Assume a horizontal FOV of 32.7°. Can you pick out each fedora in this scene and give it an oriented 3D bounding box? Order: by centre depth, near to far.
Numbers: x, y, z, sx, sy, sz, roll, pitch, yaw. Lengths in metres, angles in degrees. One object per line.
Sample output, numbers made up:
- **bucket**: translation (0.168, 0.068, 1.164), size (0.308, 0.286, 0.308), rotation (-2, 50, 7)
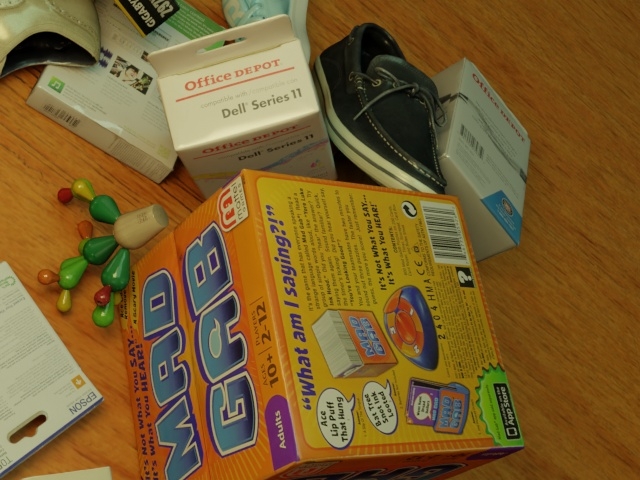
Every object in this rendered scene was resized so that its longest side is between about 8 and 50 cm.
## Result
- **fedora**: translation (0.043, -0.086, 1.823), size (0.194, 0.079, 0.194), rotation (17, 58, -30)

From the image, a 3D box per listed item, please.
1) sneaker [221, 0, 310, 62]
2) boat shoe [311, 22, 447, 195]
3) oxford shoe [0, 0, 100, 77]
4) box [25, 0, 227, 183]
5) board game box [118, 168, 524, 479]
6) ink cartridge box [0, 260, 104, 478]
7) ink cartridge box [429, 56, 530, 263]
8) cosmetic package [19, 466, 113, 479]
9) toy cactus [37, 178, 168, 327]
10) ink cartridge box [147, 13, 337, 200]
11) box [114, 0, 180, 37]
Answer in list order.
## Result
- **sneaker**: translation (-0.110, -0.351, 1.825), size (0.150, 0.135, 0.366), rotation (24, 41, -25)
- **boat shoe**: translation (0.107, -0.211, 1.753), size (0.186, 0.156, 0.500), rotation (33, 21, -29)
- **oxford shoe**: translation (-0.479, -0.293, 1.457), size (0.397, 0.140, 0.147), rotation (-9, 73, -28)
- **box**: translation (-0.288, -0.271, 1.681), size (0.232, 0.058, 0.322), rotation (32, 51, -20)
- **board game box**: translation (-0.017, 0.157, 1.442), size (0.356, 0.356, 0.357), rotation (5, 63, -37)
- **ink cartridge box**: translation (-0.413, 0.169, 1.334), size (0.223, 0.045, 0.224), rotation (-36, 91, -44)
- **ink cartridge box**: translation (0.256, -0.140, 1.938), size (0.223, 0.129, 0.307), rotation (47, 36, -24)
- **cosmetic package**: translation (-0.285, 0.426, 1.212), size (0.113, 0.160, 0.309), rotation (0, 65, -38)
- **toy cactus**: translation (-0.286, -0.003, 1.442), size (0.112, 0.180, 0.219), rotation (33, 38, -47)
- **ink cartridge box**: translation (-0.100, -0.166, 1.535), size (0.207, 0.353, 0.119), rotation (-16, 73, 2)
- **box**: translation (-0.350, -0.474, 1.564), size (0.322, 0.079, 0.257), rotation (53, 2, 29)
